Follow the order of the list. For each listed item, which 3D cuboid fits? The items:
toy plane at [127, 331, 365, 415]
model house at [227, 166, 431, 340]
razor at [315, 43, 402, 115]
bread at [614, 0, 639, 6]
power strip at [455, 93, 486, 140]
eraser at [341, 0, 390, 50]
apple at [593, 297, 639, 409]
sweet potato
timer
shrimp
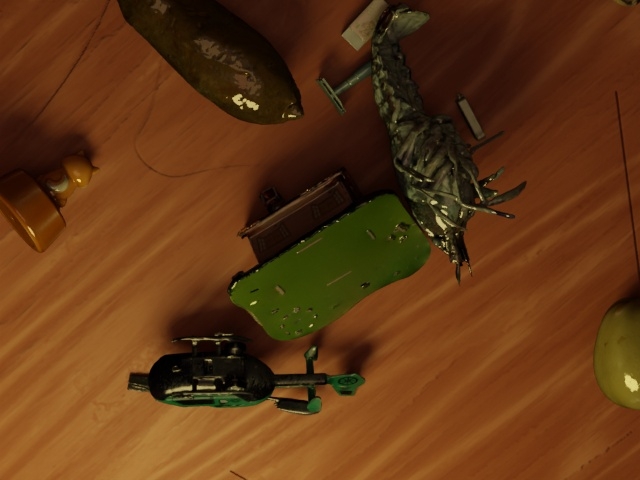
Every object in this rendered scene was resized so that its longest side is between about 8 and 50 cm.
[{"bbox_3d":[-0.118,0.222,1.905,0.382,0.155,0.106,-2,62,-5],"label":"toy plane"},{"bbox_3d":[-0.001,0.000,1.867,0.294,0.154,0.207,-31,140,8],"label":"model house"},{"bbox_3d":[0.066,-0.257,1.839,0.135,0.040,0.068,-36,104,2],"label":"razor"},{"bbox_3d":[0.413,-0.436,1.790,0.073,0.053,0.214,-47,115,-15],"label":"bread"},{"bbox_3d":[0.231,-0.190,1.867,0.017,0.027,0.083,-30,102,2],"label":"power strip"},{"bbox_3d":[0.072,-0.330,1.826,0.038,0.019,0.083,41,99,-13],"label":"eraser"},{"bbox_3d":[0.521,0.184,1.897,0.200,0.200,0.200,-1,105,-3],"label":"apple"},{"bbox_3d":[-0.192,-0.314,1.768,0.423,0.130,0.130,43,99,-6],"label":"sweet potato"},{"bbox_3d":[-0.407,-0.077,1.833,0.152,0.132,0.132,-40,104,-17],"label":"timer"},{"bbox_3d":[0.169,-0.146,1.783,0.166,0.221,0.410,-32,82,32],"label":"shrimp"}]
